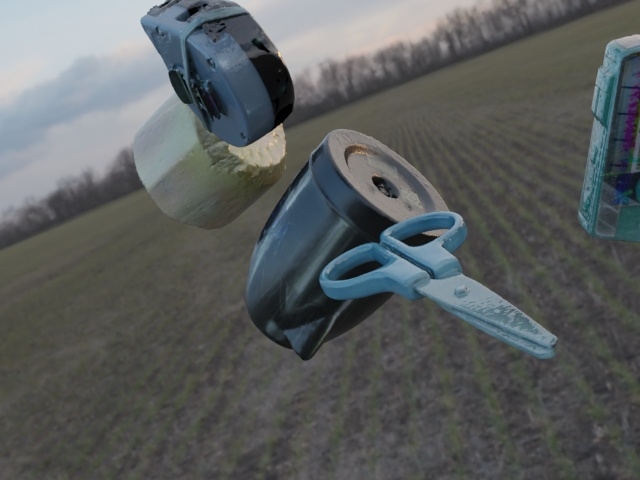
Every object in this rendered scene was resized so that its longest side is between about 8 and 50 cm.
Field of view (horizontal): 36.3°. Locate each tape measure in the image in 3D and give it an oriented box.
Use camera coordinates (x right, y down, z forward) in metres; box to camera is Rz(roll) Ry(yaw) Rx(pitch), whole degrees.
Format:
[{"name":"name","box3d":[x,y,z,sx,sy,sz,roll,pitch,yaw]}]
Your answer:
[{"name":"tape measure","box3d":[-0.117,-0.202,1.175,0.107,0.182,0.181,-37,31,-18]}]

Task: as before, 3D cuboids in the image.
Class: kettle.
[{"name":"kettle","box3d":[0.000,0.000,1.491,0.324,0.228,0.321,-51,37,26]}]

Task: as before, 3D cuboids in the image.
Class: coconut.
[{"name":"coconut","box3d":[-0.195,-0.141,1.643,0.244,0.239,0.239,-34,-2,40]}]

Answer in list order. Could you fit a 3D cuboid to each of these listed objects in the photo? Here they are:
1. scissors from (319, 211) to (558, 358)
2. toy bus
[{"name":"scissors","box3d":[0.134,0.049,1.032,0.192,0.029,0.447,-26,18,-10]},{"name":"toy bus","box3d":[0.394,-0.127,1.223,0.109,0.262,0.091,2,20,-3]}]
